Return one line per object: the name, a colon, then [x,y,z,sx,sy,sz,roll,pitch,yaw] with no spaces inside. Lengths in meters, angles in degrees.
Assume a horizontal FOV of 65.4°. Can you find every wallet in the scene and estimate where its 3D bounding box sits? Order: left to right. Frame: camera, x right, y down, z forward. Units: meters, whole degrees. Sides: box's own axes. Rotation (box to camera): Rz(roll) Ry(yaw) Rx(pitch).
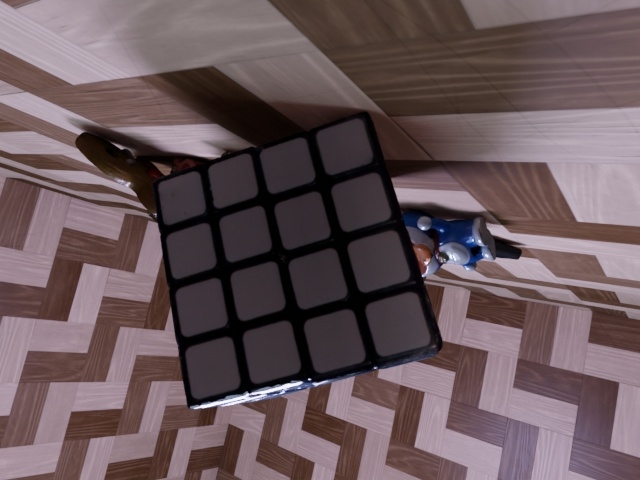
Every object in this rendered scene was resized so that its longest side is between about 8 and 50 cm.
wallet: [0.395,0.004,1.330,0.250,0.044,0.149,14,177,-17]

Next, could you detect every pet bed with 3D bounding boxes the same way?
pet bed: [-0.266,-0.149,1.218,0.201,0.053,0.201,13,173,2]

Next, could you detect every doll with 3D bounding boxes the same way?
doll: [0.270,0.014,1.157,0.257,0.161,0.215,-6,135,35]

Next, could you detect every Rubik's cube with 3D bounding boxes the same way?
Rubik's cube: [-0.016,0.056,0.797,0.338,0.343,0.344,-18,163,10]

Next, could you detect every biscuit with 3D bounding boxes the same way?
biscuit: [-0.376,-0.124,1.197,0.432,0.064,0.283,40,-175,-37]

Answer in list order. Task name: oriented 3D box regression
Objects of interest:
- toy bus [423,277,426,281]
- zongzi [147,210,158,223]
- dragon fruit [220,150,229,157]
toy bus: [0.217,0.068,1.669,0.290,0.139,0.157,24,166,-11]
zongzi: [-0.373,-0.102,1.593,0.274,0.145,0.300,25,150,-39]
dragon fruit: [-0.151,-0.102,1.049,0.160,0.166,0.172,-5,148,11]
